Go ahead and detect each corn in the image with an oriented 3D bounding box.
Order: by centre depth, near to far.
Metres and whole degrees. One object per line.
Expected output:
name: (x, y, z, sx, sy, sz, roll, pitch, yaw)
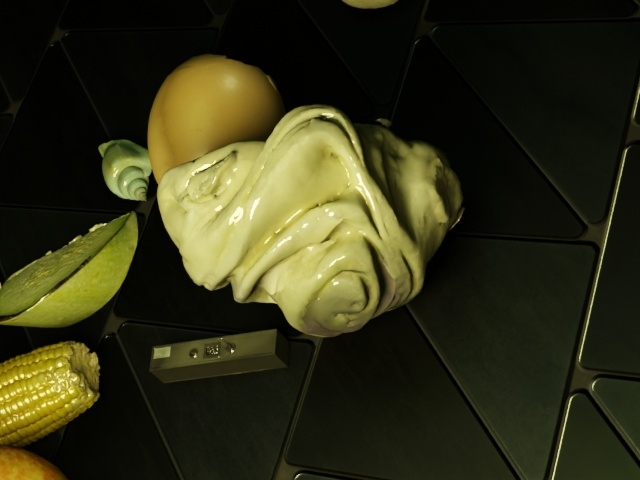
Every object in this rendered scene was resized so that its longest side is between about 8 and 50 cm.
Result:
corn: (-0.466, 0.248, 1.838, 0.344, 0.131, 0.131, -24, 53, 10)

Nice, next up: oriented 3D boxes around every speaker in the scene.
speaker: (-0.138, 0.157, 1.779, 0.191, 0.046, 0.040, -9, 56, 22)

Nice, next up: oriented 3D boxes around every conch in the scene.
conch: (-0.293, -0.111, 2.015, 0.088, 0.065, 0.180, -39, 45, 1)

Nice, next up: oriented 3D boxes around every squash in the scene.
squash: (-0.387, 0.045, 1.912, 0.236, 0.155, 0.204, -30, 53, 9)

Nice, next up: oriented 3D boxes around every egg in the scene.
egg: (-0.149, -0.140, 1.873, 0.201, 0.201, 0.244, -7, 59, 23)

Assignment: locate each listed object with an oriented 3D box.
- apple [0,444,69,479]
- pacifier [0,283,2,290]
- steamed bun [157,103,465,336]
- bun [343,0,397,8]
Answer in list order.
apple: (-0.419, 0.380, 1.650, 0.264, 0.264, 0.264, -13, 56, 20)
pacifier: (-0.535, 0.091, 2.006, 0.099, 0.078, 0.081, -44, 72, -5)
steamed bun: (0.000, 0.000, 1.641, 0.394, 0.346, 0.238, -7, 70, -5)
bun: (0.075, -0.447, 2.007, 0.166, 0.113, 0.173, -43, 53, -3)
